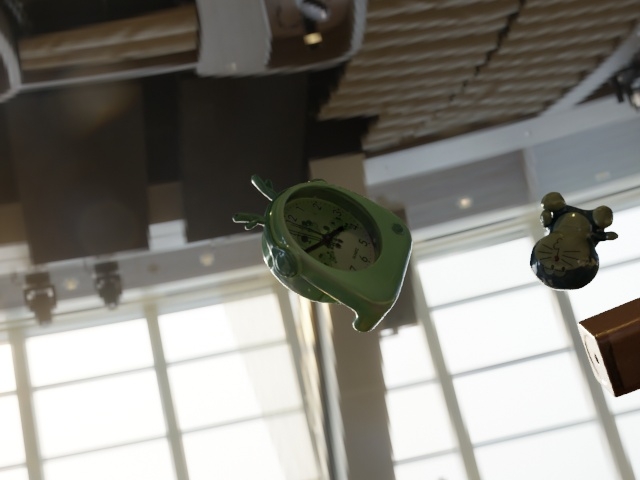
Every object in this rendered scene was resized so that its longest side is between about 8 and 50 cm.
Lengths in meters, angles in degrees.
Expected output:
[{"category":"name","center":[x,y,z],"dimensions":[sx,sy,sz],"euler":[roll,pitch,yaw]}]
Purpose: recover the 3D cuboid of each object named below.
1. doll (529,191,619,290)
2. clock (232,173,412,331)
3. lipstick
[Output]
[{"category":"doll","center":[0.226,0.006,1.008],"dimensions":[0.076,0.083,0.050],"euler":[15,-15,38]},{"category":"clock","center":[0.000,0.000,1.311],"dimensions":[0.210,0.159,0.066],"euler":[29,-48,-5]},{"category":"lipstick","center":[0.234,0.046,0.686],"dimensions":[0.145,0.045,0.045],"euler":[-21,10,0]}]
